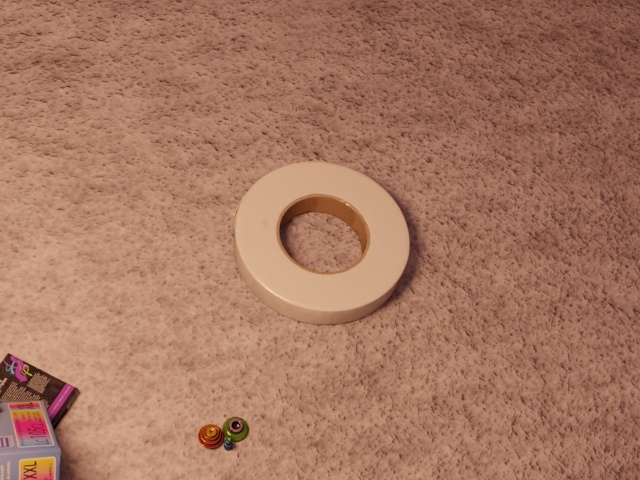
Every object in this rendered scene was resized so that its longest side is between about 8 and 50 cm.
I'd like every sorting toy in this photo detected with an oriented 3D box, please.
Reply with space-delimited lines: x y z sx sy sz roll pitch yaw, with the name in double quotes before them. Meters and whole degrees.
"sorting toy" -0.186 0.373 1.869 0.102 0.042 0.061 -17 63 -19

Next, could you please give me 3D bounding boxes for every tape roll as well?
"tape roll" 0.000 0.000 2.115 0.392 0.072 0.392 4 58 -6

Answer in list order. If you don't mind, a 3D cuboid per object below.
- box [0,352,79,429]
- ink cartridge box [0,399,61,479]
"box" -0.567 0.301 1.857 0.162 0.029 0.116 27 57 6
"ink cartridge box" -0.649 0.381 1.598 0.395 0.270 0.151 -1 100 -22
